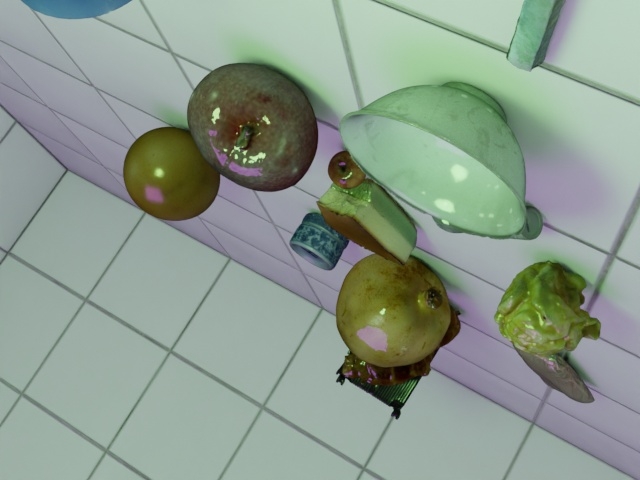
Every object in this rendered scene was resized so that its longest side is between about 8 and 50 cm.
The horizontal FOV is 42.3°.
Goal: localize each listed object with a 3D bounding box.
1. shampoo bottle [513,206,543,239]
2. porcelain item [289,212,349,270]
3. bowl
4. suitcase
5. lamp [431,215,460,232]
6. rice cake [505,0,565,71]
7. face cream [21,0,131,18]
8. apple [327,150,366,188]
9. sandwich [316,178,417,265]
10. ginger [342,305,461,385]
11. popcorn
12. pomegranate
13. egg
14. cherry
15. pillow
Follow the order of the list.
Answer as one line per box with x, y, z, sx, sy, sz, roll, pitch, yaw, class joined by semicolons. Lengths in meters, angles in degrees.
0.322;-0.039;1.552;0.065;0.065;0.204;38;166;-26;shampoo bottle
0.000;0.000;2.300;0.147;0.114;0.147;29;165;9;porcelain item
0.195;-0.147;1.242;0.313;0.146;0.313;30;165;9;bowl
0.226;0.336;2.527;0.230;0.335;0.152;31;-178;-1;suitcase
0.251;-0.064;1.520;0.105;0.105;0.105;30;167;8;lamp
0.251;-0.258;0.951;0.043;0.034;0.211;38;169;14;rice cake
-0.350;-0.461;1.105;0.249;0.249;0.225;28;163;15;face cream
0.057;-0.146;1.718;0.084;0.084;0.071;25;-169;25;apple
0.112;-0.054;1.860;0.220;0.108;0.186;30;168;17;sandwich
0.215;0.275;2.366;0.274;0.357;0.152;43;178;-14;ginger
0.447;0.141;1.637;0.185;0.187;0.167;56;168;41;popcorn
0.193;0.177;2.151;0.319;0.319;0.319;30;167;8;pomegranate
-0.399;-0.177;2.263;0.250;0.250;0.322;27;177;18;egg
-0.125;-0.215;1.582;0.261;0.221;0.307;42;179;-7;cherry
0.634;0.353;2.269;0.173;0.067;0.270;25;165;47;pillow
